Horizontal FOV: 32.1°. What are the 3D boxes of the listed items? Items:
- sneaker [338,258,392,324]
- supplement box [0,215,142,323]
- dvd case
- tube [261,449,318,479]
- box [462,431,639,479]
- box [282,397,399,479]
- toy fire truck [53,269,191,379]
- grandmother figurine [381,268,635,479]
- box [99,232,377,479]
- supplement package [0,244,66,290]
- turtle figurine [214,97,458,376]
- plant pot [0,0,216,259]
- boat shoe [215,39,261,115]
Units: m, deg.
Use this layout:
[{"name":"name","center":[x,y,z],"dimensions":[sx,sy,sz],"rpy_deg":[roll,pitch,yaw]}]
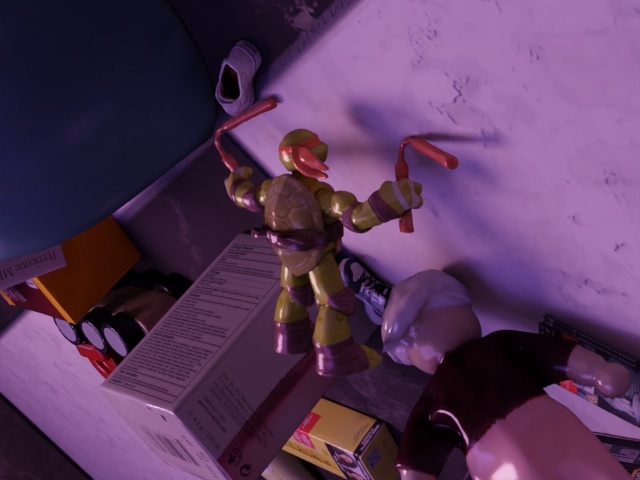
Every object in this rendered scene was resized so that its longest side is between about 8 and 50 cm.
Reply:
[{"name":"sneaker","center":[0.052,0.046,1.073],"dimensions":[0.037,0.032,0.083],"rpy_deg":[-13,127,44]},{"name":"supplement box","center":[-0.376,-0.012,1.452],"dimensions":[0.194,0.129,0.191],"rpy_deg":[8,139,49]},{"name":"dvd case","center":[0.237,0.114,0.933],"dimensions":[0.119,0.013,0.087],"rpy_deg":[28,151,29]},{"name":"tube","center":[-0.041,0.353,1.655],"dimensions":[0.240,0.062,0.070],"rpy_deg":[50,-163,-28]},{"name":"box","center":[0.214,0.269,0.974],"dimensions":[0.270,0.216,0.060],"rpy_deg":[-2,131,54]},{"name":"box","center":[-0.004,0.243,1.418],"dimensions":[0.232,0.058,0.087],"rpy_deg":[16,145,42]},{"name":"toy fire truck","center":[-0.208,0.160,1.504],"dimensions":[0.217,0.158,0.246],"rpy_deg":[5,126,51]},{"name":"grandmother figurine","center":[0.149,0.156,0.893],"dimensions":[0.342,0.208,0.104],"rpy_deg":[57,177,37]},{"name":"box","center":[-0.080,0.117,1.123],"dimensions":[0.149,0.232,0.127],"rpy_deg":[6,138,51]},{"name":"supplement package","center":[-0.440,-0.060,1.193],"dimensions":[0.198,0.199,0.262],"rpy_deg":[-7,102,44]},{"name":"turtle figurine","center":[0.000,0.000,0.914],"dimensions":[0.269,0.087,0.217],"rpy_deg":[9,113,41]},{"name":"plant pot","center":[-0.284,-0.124,1.029],"dimensions":[0.293,0.235,0.293],"rpy_deg":[33,153,19]},{"name":"boat shoe","center":[-0.076,-0.132,0.957],"dimensions":[0.035,0.035,0.100],"rpy_deg":[40,154,3]}]
